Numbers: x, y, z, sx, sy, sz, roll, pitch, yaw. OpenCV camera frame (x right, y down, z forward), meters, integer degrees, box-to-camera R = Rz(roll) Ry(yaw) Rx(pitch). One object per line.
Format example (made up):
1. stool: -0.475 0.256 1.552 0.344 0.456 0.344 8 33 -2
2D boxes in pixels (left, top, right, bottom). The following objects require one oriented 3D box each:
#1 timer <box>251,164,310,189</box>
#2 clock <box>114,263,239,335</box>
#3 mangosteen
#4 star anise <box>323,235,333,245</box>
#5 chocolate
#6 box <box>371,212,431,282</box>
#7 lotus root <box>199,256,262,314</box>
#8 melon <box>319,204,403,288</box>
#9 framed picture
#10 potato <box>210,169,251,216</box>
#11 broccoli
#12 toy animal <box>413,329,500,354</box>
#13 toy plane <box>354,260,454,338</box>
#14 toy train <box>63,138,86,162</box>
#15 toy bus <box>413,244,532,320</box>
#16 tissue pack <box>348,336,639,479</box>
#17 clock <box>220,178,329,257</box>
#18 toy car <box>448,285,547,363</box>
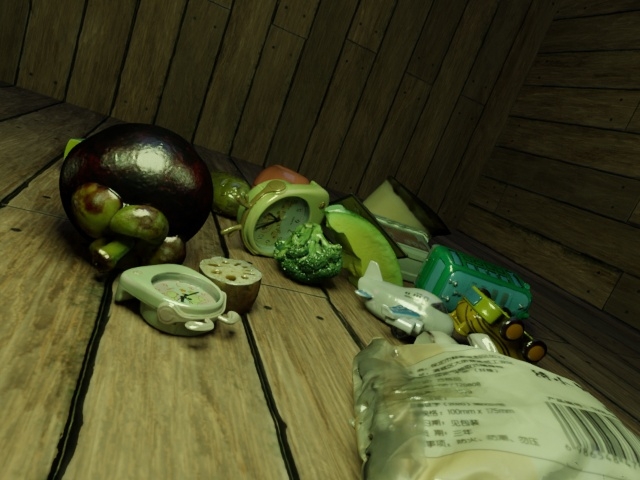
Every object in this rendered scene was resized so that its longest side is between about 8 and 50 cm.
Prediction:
1. timer: -0.147 -0.158 1.660 0.230 0.214 0.229 25 9 -4
2. clock: -0.240 0.107 0.778 0.191 0.062 0.152 28 14 25
3. mangosteen: -0.355 -0.081 0.916 0.313 0.297 0.297 53 23 13
4. star anise: -0.004 -0.008 1.642 0.158 0.144 0.140 42 -21 40
5. chocolate: 0.311 -0.068 1.866 0.326 0.297 0.314 36 17 -13
6. box: 0.255 0.038 1.615 0.312 0.175 0.182 17 23 -17
7. lotus root: -0.186 0.088 0.897 0.112 0.081 0.122 4 22 -47
8. melon: 0.112 0.016 1.233 0.196 0.124 0.323 27 -30 48
9. framed picture: 0.096 -0.023 1.365 0.244 0.013 0.324 48 -23 -13
10. potato: -0.331 -0.164 1.566 0.176 0.141 0.298 29 1 -30
11. broccoli: -0.033 0.038 1.196 0.196 0.156 0.195 0 -13 0
12. toy animal: 0.265 0.246 0.862 0.193 0.127 0.178 15 13 -15
13. toy plane: 0.209 0.162 1.124 0.267 0.122 0.267 22 15 -6
14. toy train: -0.629 -0.257 1.475 0.238 0.150 0.369 14 12 -4
15. toy bus: 0.490 0.157 1.431 0.344 0.183 0.199 18 17 -8
16. tissue pack: 0.226 0.265 0.584 0.376 0.194 0.390 17 13 1
17. clock: -0.131 -0.067 1.257 0.308 0.234 0.096 3 33 -45
18. toy car: 0.433 0.233 1.131 0.248 0.142 0.200 41 10 -12
